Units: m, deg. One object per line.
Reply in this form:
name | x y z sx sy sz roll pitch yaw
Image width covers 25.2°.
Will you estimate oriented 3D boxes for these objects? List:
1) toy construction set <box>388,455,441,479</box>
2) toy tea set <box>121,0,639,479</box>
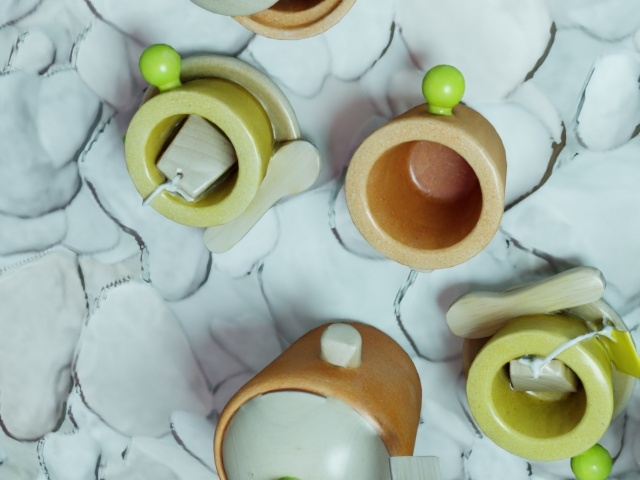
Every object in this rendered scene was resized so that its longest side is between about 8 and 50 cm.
toy construction set | 0.180 0.087 0.592 0.308 0.237 0.257 -8 156 0
toy tea set | 0.000 0.000 0.647 0.200 0.124 0.336 -22 105 26
